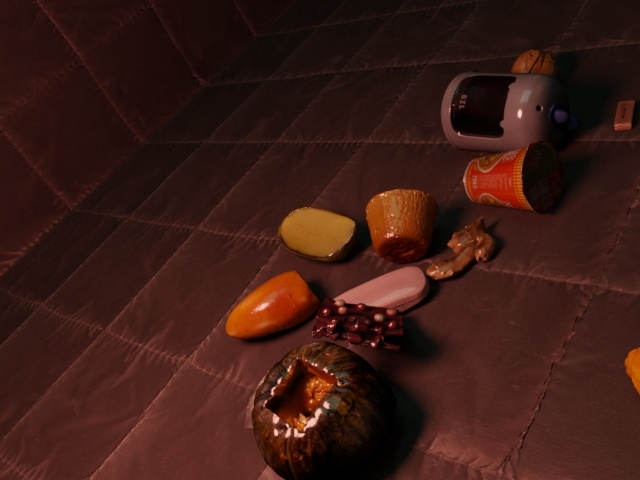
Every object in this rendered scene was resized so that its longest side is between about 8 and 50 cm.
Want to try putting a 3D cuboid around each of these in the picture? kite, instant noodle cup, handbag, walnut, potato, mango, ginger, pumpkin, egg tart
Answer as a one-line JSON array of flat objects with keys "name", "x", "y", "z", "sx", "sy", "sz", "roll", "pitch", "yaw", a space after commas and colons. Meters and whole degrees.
[{"name": "kite", "x": -0.050, "y": 0.379, "z": 1.655, "sx": 0.310, "sy": 0.015, "sz": 0.169, "roll": -11, "pitch": 39, "yaw": 28}, {"name": "instant noodle cup", "x": 0.500, "y": -0.165, "z": 1.793, "sx": 0.212, "sy": 0.193, "sz": 0.193, "roll": 4, "pitch": 46, "yaw": 52}, {"name": "handbag", "x": 0.090, "y": 0.193, "z": 1.580, "sx": 0.203, "sy": 0.074, "sz": 0.216, "roll": 10, "pitch": 5, "yaw": 5}, {"name": "walnut", "x": 0.681, "y": -0.530, "z": 2.151, "sx": 0.144, "sy": 0.144, "sz": 0.180, "roll": 2, "pitch": 37, "yaw": 39}, {"name": "potato", "x": 0.000, "y": 0.000, "z": 2.019, "sx": 0.272, "sy": 0.111, "sz": 0.160, "roll": 13, "pitch": 67, "yaw": 37}, {"name": "mango", "x": -0.146, "y": 0.189, "z": 1.866, "sx": 0.257, "sy": 0.138, "sz": 0.187, "roll": -32, "pitch": 21, "yaw": -12}, {"name": "ginger", "x": 0.360, "y": 0.028, "z": 1.751, "sx": 0.214, "sy": 0.059, "sz": 0.133, "roll": -31, "pitch": 41, "yaw": 2}, {"name": "pumpkin", "x": -0.004, "y": 0.370, "z": 1.454, "sx": 0.320, "sy": 0.192, "sz": 0.320, "roll": -20, "pitch": 45, "yaw": 21}, {"name": "egg tart", "x": 0.222, "y": -0.029, "z": 1.833, "sx": 0.202, "sy": 0.202, "sz": 0.147, "roll": -14, "pitch": 54, "yaw": 24}]

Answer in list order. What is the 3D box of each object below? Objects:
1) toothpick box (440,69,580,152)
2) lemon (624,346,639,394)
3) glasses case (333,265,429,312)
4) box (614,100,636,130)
[{"name": "toothpick box", "x": 0.562, "y": -0.366, "z": 1.958, "sx": 0.355, "sy": 0.263, "sz": 0.263, "roll": 16, "pitch": 55, "yaw": 47}, {"name": "lemon", "x": 0.629, "y": 0.240, "z": 1.191, "sx": 0.187, "sy": 0.142, "sz": 0.142, "roll": 8, "pitch": 49, "yaw": 49}, {"name": "glasses case", "x": 0.138, "y": 0.157, "z": 1.739, "sx": 0.297, "sy": 0.075, "sz": 0.113, "roll": -26, "pitch": 34, "yaw": 10}, {"name": "box", "x": 0.849, "y": -0.349, "z": 1.882, "sx": 0.048, "sy": 0.025, "sz": 0.115, "roll": -4, "pitch": 42, "yaw": 37}]
